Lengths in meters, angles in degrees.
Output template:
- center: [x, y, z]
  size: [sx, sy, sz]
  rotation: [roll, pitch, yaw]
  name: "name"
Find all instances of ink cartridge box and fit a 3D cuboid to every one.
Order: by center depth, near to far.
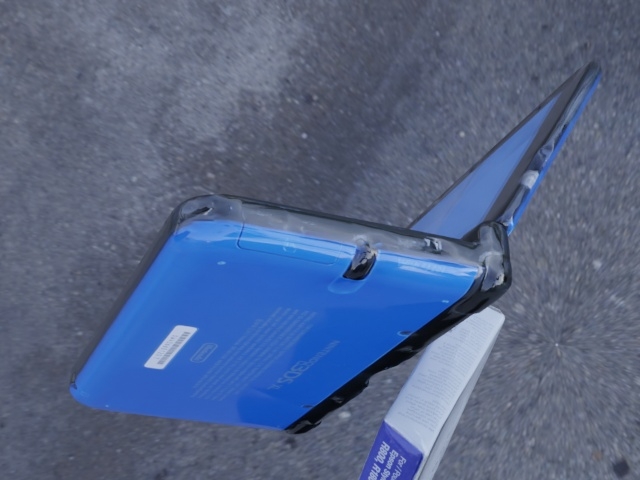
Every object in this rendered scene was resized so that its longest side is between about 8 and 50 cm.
- center: [0.055, 0.183, 0.851]
  size: [0.045, 0.224, 0.223]
  rotation: [25, 128, 11]
  name: "ink cartridge box"

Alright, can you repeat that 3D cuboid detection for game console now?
- center: [0.000, 0.000, 0.700]
  size: [0.250, 0.293, 0.173]
  rotation: [11, 61, -20]
  name: "game console"
